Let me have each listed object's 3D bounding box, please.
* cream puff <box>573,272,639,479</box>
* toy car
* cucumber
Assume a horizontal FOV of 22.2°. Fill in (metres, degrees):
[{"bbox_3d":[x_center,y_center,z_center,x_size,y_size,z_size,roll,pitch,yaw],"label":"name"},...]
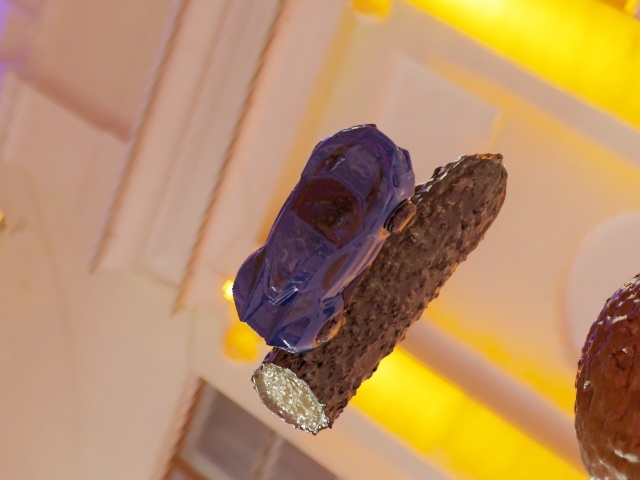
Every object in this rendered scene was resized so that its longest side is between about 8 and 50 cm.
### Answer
[{"bbox_3d":[0.301,0.108,0.971,0.303,0.303,0.212,5,-69,-60],"label":"cream puff"},{"bbox_3d":[0.000,0.000,1.365,0.063,0.103,0.216,-15,-39,-58],"label":"toy car"},{"bbox_3d":[0.072,0.032,1.595,0.359,0.096,0.096,-49,-27,-30],"label":"cucumber"}]
